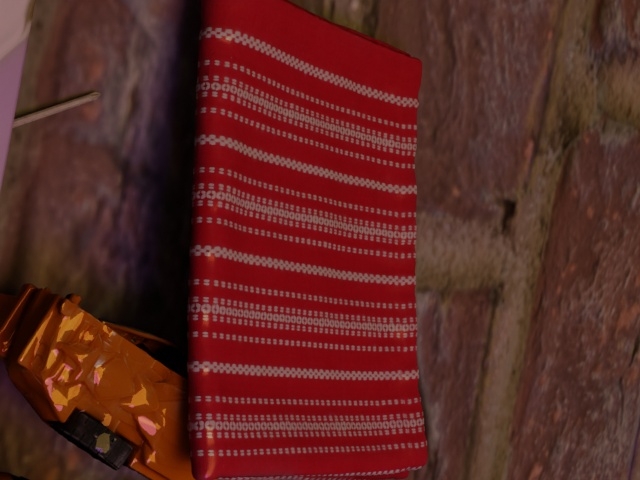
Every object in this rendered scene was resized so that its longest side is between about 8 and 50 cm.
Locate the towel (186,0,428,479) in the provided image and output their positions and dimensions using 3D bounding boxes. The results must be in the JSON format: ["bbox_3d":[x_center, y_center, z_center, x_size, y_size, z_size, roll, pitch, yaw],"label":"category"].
[{"bbox_3d":[0.000,0.000,0.668,0.199,0.031,0.274,14,72,-50],"label":"towel"}]

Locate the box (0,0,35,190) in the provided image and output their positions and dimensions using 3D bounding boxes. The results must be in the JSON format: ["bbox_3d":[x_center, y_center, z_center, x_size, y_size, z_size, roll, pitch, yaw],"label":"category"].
[{"bbox_3d":[-0.159,-0.073,0.449,0.063,0.067,0.324,-9,128,-42],"label":"box"}]

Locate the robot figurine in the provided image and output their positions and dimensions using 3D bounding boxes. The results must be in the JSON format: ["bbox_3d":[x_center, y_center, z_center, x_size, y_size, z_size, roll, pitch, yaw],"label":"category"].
[{"bbox_3d":[-0.091,0.156,0.640,0.291,0.085,0.211,45,68,-40],"label":"robot figurine"}]

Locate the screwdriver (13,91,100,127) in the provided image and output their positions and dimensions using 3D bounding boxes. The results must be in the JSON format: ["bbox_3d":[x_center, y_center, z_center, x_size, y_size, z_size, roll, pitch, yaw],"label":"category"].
[{"bbox_3d":[-0.171,-0.048,0.555,0.170,0.025,0.024,-25,116,-38],"label":"screwdriver"}]
